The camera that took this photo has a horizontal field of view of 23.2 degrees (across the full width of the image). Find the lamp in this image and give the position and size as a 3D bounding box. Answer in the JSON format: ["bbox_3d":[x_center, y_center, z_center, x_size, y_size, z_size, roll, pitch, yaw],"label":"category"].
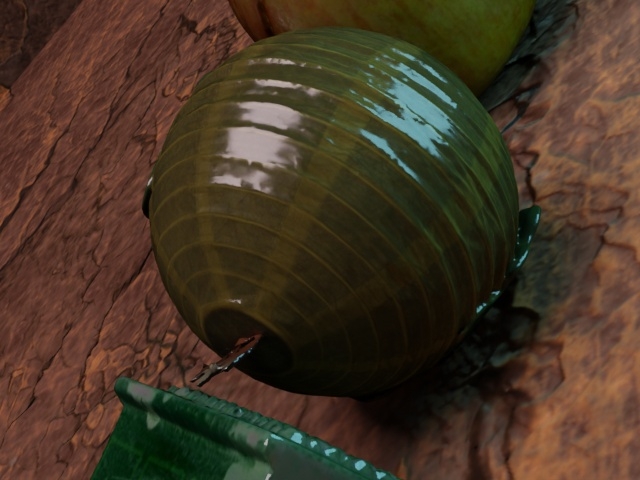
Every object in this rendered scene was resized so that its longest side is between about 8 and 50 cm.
[{"bbox_3d":[0.000,0.000,0.997,0.250,0.250,0.284,-22,27,46],"label":"lamp"}]

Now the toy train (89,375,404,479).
[{"bbox_3d":[-0.061,0.200,0.899,0.266,0.145,0.202,6,69,62],"label":"toy train"}]

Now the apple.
[{"bbox_3d":[0.059,-0.221,1.280,0.264,0.264,0.264,-38,25,22],"label":"apple"}]
